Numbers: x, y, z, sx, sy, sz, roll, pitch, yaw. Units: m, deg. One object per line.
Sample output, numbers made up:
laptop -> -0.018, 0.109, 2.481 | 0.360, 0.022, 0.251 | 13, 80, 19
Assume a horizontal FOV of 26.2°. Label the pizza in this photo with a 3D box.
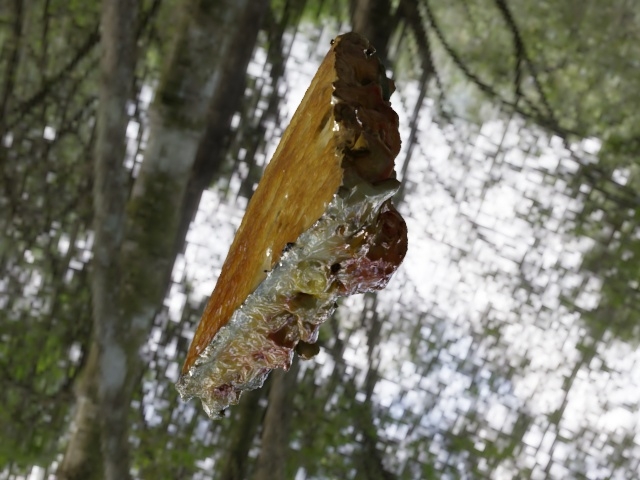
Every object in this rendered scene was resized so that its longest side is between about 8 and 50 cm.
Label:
pizza -> 0.000, 0.000, 0.614 | 0.053, 0.201, 0.193 | 26, -179, -12
